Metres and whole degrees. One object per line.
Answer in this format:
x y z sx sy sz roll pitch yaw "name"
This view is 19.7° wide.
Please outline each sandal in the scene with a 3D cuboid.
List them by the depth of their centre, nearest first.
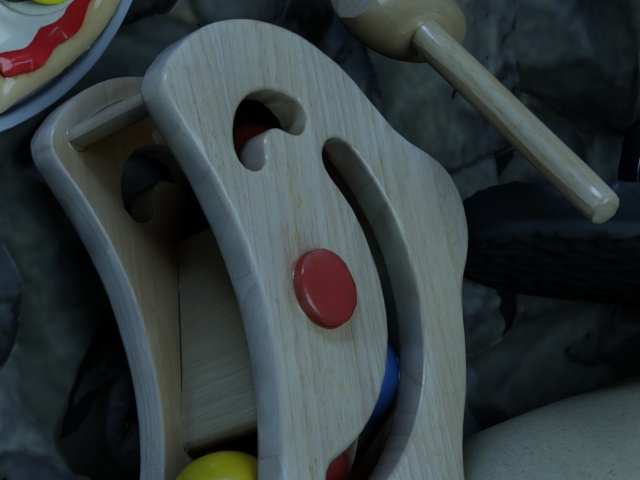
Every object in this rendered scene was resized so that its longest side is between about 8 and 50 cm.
0.254 -0.023 0.836 0.445 0.167 0.107 1 79 -23 "sandal"

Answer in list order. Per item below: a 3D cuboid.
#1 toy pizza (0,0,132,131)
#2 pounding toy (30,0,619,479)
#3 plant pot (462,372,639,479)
-0.138 -0.133 0.638 0.201 0.032 0.201 0 91 -38 "toy pizza"
0.000 0.000 0.652 0.154 0.155 0.270 23 59 -39 "pounding toy"
0.157 0.154 0.758 0.274 0.256 0.257 1 90 -21 "plant pot"
